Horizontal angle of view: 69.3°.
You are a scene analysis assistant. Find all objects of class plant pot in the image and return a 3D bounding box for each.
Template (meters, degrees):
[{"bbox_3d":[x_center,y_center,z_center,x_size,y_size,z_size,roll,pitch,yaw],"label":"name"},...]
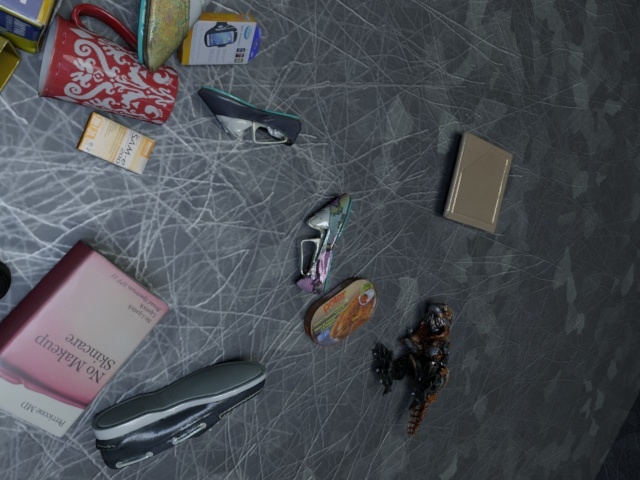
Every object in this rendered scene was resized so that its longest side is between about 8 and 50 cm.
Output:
[{"bbox_3d":[-0.460,-0.239,0.601,0.083,0.081,0.081,29,82,-21],"label":"plant pot"}]

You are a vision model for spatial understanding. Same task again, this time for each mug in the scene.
[{"bbox_3d":[-0.302,-0.256,0.679,0.169,0.113,0.150,12,99,-37],"label":"mug"}]

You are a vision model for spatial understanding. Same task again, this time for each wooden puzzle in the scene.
[{"bbox_3d":[0.408,-0.147,1.209,0.239,0.044,0.221,13,91,-39],"label":"wooden puzzle"}]

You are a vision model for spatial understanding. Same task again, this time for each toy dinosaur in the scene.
[{"bbox_3d":[0.260,0.319,1.136,0.218,0.164,0.321,6,73,-50],"label":"toy dinosaur"}]

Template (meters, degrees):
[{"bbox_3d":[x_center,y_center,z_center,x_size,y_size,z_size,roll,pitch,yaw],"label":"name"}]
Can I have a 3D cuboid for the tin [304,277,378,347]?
[{"bbox_3d":[0.047,0.155,1.026,0.190,0.040,0.106,-32,118,-25],"label":"tin"}]

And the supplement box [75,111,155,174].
[{"bbox_3d":[-0.321,-0.151,0.729,0.098,0.036,0.062,23,87,-34],"label":"supplement box"}]

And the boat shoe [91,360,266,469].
[{"bbox_3d":[-0.237,0.305,0.829,0.303,0.114,0.091,-14,105,-18],"label":"boat shoe"}]

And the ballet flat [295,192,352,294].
[{"bbox_3d":[0.000,0.000,0.952,0.079,0.077,0.221,17,89,-15],"label":"ballet flat"}]

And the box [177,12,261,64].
[{"bbox_3d":[-0.167,-0.336,0.775,0.136,0.081,0.028,-16,62,-32],"label":"box"}]

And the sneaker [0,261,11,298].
[{"bbox_3d":[-0.527,0.071,0.581,0.228,0.130,0.087,-4,99,-31],"label":"sneaker"}]

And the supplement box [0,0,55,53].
[{"bbox_3d":[-0.377,-0.444,0.545,0.195,0.194,0.356,19,88,-34],"label":"supplement box"}]

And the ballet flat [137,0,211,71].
[{"bbox_3d":[-0.203,-0.410,0.669,0.123,0.123,0.348,3,78,-34],"label":"ballet flat"}]

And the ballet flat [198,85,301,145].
[{"bbox_3d":[-0.124,-0.212,0.830,0.203,0.074,0.074,9,93,-36],"label":"ballet flat"}]

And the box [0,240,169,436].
[{"bbox_3d":[-0.370,0.137,0.689,0.148,0.127,0.232,47,70,-31],"label":"box"}]
